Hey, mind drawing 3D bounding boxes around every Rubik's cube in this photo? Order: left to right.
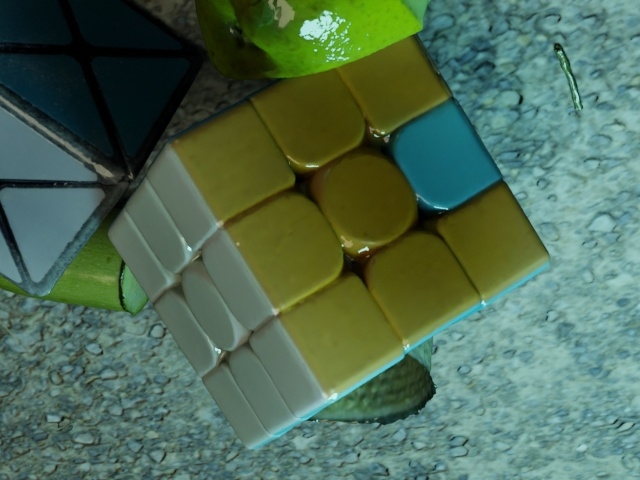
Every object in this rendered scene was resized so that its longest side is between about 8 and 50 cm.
[{"bbox_3d":[-0.321,-0.139,1.799,0.260,0.259,0.255,32,132,-11],"label":"Rubik's cube"},{"bbox_3d":[0.000,0.000,1.625,0.291,0.292,0.290,58,155,5],"label":"Rubik's cube"}]

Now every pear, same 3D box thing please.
[{"bbox_3d":[-0.023,-0.274,1.553,0.286,0.282,0.176,-7,118,26],"label":"pear"}]

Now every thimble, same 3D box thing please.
[{"bbox_3d":[0.011,0.103,1.917,0.271,0.150,0.271,6,151,3],"label":"thimble"}]

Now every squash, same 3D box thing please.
[{"bbox_3d":[-0.334,0.011,2.024,0.247,0.132,0.132,10,132,12],"label":"squash"}]

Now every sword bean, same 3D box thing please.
[{"bbox_3d":[0.268,-0.175,1.729,0.012,0.012,0.083,-9,125,26],"label":"sword bean"}]
